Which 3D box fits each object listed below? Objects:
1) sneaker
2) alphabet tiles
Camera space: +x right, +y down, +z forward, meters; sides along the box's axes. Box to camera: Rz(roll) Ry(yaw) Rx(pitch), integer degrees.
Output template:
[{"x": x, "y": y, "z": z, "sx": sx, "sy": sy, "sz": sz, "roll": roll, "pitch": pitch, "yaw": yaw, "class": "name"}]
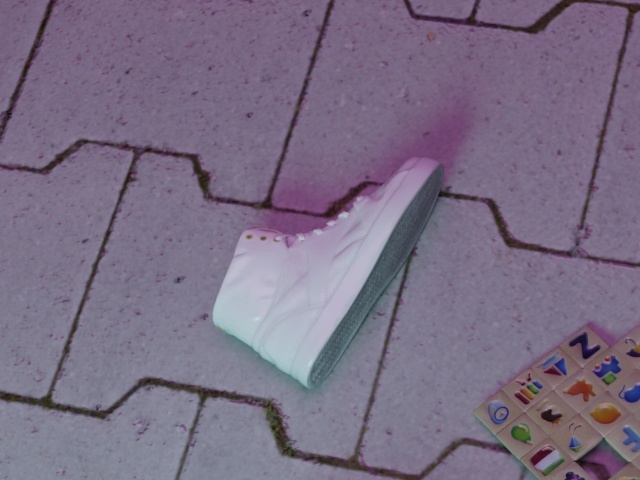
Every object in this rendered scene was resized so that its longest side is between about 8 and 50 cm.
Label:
[{"x": 0.000, "y": 0.000, "z": 1.893, "sx": 0.169, "sy": 0.108, "sz": 0.292, "roll": 29, "pitch": 73, "yaw": 22, "class": "sneaker"}, {"x": 0.308, "y": 0.168, "z": 1.768, "sx": 0.237, "sy": 0.009, "sz": 0.198, "roll": -35, "pitch": 51, "yaw": -13, "class": "alphabet tiles"}]
